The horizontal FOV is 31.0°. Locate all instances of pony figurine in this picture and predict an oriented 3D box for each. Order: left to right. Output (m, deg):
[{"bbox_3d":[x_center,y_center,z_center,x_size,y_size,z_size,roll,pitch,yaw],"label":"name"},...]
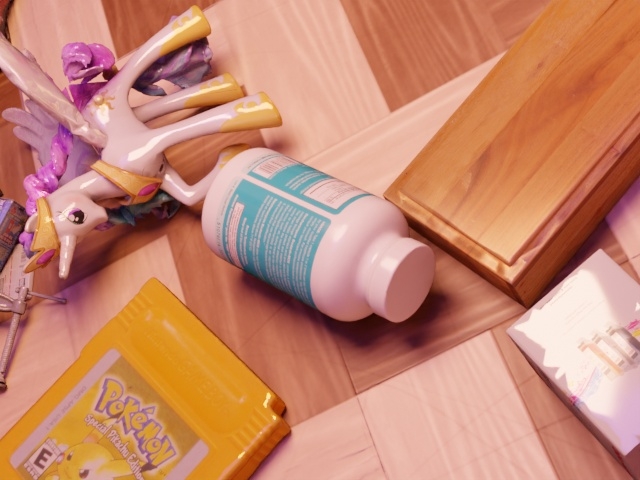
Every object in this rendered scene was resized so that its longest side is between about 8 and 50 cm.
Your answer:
[{"bbox_3d":[-0.277,-0.150,1.491,0.363,0.303,0.351,-31,62,-11],"label":"pony figurine"}]

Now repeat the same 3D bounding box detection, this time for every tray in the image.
[{"bbox_3d":[0.280,-0.144,1.308,0.203,0.076,0.411,37,84,36],"label":"tray"}]

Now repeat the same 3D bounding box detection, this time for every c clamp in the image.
[{"bbox_3d":[-0.424,0.129,1.506,0.137,0.022,0.161,19,81,-3],"label":"c clamp"}]

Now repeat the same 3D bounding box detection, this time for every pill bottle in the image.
[{"bbox_3d":[0.000,0.000,1.321,0.264,0.146,0.146,27,77,34],"label":"pill bottle"}]

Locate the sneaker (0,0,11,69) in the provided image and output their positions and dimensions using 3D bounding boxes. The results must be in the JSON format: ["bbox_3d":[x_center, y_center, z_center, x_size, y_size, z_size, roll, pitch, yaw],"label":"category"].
[{"bbox_3d":[-0.534,-0.331,1.795,0.097,0.135,0.276,-17,33,31],"label":"sneaker"}]

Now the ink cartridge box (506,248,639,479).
[{"bbox_3d":[0.295,0.127,1.119,0.127,0.128,0.176,-40,55,1],"label":"ink cartridge box"}]

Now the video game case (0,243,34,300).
[{"bbox_3d":[-0.448,0.053,1.594,0.122,0.011,0.087,-14,59,18],"label":"video game case"}]

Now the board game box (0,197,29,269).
[{"bbox_3d":[-0.516,0.030,1.571,0.194,0.060,0.194,9,75,15],"label":"board game box"}]

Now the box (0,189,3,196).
[{"bbox_3d":[-0.511,-0.081,1.671,0.062,0.052,0.083,-43,55,1],"label":"box"}]

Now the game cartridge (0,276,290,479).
[{"bbox_3d":[-0.224,0.238,1.360,0.324,0.053,0.285,-49,54,-4],"label":"game cartridge"}]
